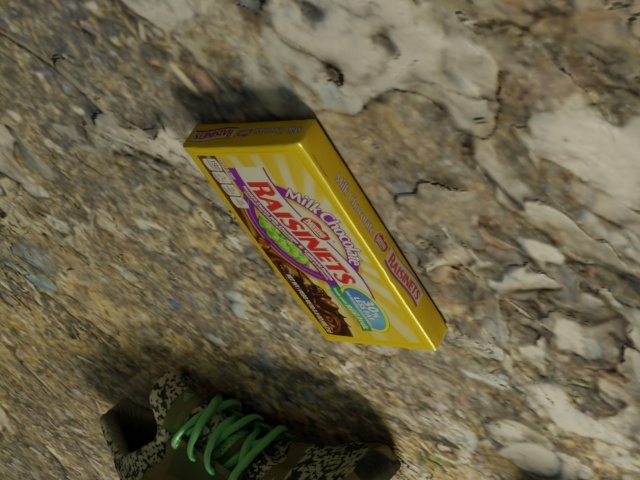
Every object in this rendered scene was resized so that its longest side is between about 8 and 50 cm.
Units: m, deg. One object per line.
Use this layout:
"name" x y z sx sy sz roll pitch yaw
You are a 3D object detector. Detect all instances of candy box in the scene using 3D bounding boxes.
"candy box" 0.000 0.000 0.783 0.105 0.027 0.206 0 137 39

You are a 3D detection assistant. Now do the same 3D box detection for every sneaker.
"sneaker" -0.101 0.211 1.102 0.410 0.158 0.182 -17 107 48
